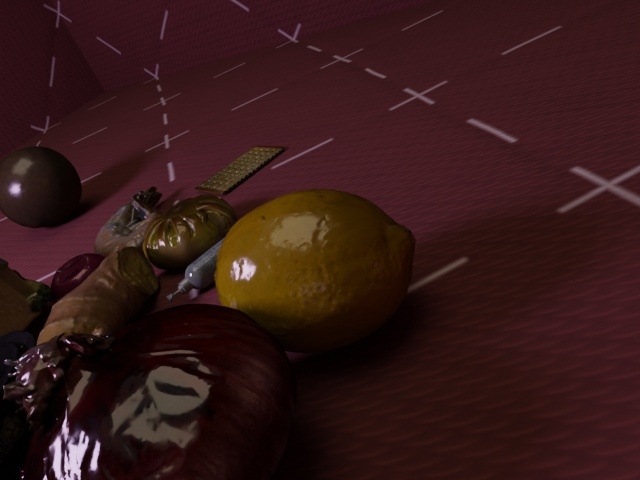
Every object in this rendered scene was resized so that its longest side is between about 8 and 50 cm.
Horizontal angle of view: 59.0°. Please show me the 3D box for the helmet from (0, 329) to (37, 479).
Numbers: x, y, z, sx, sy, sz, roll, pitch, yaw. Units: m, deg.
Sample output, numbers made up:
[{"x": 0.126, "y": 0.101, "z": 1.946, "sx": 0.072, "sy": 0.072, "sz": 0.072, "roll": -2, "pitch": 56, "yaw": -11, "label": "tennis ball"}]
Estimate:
[{"x": -0.481, "y": 0.280, "z": 0.807, "sx": 0.231, "sy": 0.160, "sz": 0.279, "roll": 0, "pitch": 41, "yaw": 44, "label": "helmet"}]

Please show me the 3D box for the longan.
[{"x": -0.856, "y": -0.160, "z": 1.704, "sx": 0.258, "sy": 0.258, "sz": 0.258, "roll": -18, "pitch": 30, "yaw": 11, "label": "longan"}]

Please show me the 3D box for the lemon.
[{"x": -0.011, "y": 0.042, "z": 0.786, "sx": 0.263, "sy": 0.235, "sz": 0.236, "roll": 13, "pitch": 45, "yaw": 30, "label": "lemon"}]

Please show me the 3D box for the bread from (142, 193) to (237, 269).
[{"x": -0.290, "y": -0.027, "z": 1.229, "sx": 0.213, "sy": 0.104, "sz": 0.213, "roll": -21, "pitch": 28, "yaw": 12, "label": "bread"}]

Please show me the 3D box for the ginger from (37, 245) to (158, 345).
[{"x": -0.409, "y": 0.132, "z": 1.044, "sx": 0.190, "sy": 0.126, "sz": 0.354, "roll": -18, "pitch": 26, "yaw": 31, "label": "ginger"}]

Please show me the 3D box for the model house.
[{"x": -0.769, "y": 0.128, "z": 1.128, "sx": 0.261, "sy": 0.266, "sz": 0.321, "roll": 10, "pitch": 52, "yaw": 42, "label": "model house"}]

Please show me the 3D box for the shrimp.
[{"x": -0.455, "y": -0.048, "z": 1.421, "sx": 0.168, "sy": 0.077, "sz": 0.317, "roll": -4, "pitch": 39, "yaw": 15, "label": "shrimp"}]

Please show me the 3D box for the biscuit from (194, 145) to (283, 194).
[{"x": -0.218, "y": -0.193, "z": 1.527, "sx": 0.139, "sy": 0.016, "sz": 0.231, "roll": 12, "pitch": 45, "yaw": 46, "label": "biscuit"}]

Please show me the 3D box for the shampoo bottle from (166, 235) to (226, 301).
[{"x": -0.217, "y": 0.053, "z": 1.091, "sx": 0.195, "sy": 0.056, "sz": 0.056, "roll": -40, "pitch": 33, "yaw": -26, "label": "shampoo bottle"}]

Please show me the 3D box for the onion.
[{"x": -0.203, "y": 0.195, "z": 0.624, "sx": 0.348, "sy": 0.285, "sz": 0.347, "roll": -36, "pitch": 27, "yaw": 21, "label": "onion"}]

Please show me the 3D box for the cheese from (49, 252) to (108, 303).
[{"x": -0.524, "y": 0.100, "z": 1.234, "sx": 0.155, "sy": 0.062, "sz": 0.244, "roll": -32, "pitch": 37, "yaw": -7, "label": "cheese"}]
